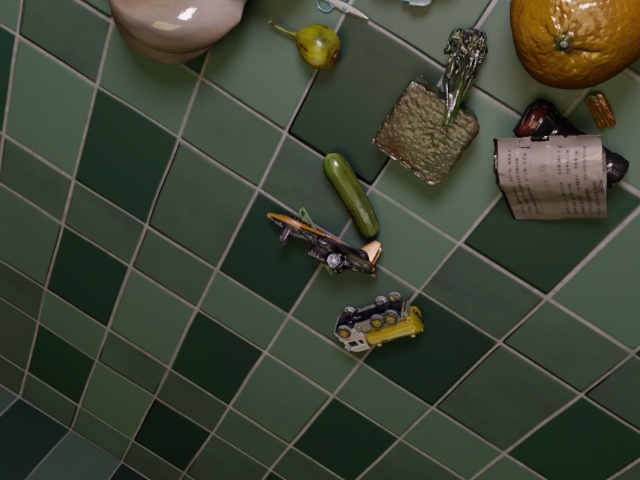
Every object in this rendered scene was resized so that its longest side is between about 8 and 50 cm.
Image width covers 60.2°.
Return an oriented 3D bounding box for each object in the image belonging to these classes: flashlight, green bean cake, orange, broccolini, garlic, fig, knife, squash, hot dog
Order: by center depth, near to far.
[{"bbox_3d":[0.439,-0.383,0.927,0.264,0.264,0.264,9,121,15],"label":"orange"},{"bbox_3d":[0.279,-0.322,1.078,0.091,0.203,0.068,12,169,-18],"label":"broccolini"},{"bbox_3d":[0.556,-0.259,1.095,0.037,0.021,0.083,-19,111,39],"label":"hot dog"},{"bbox_3d":[0.508,-0.189,1.114,0.232,0.093,0.093,34,124,-1],"label":"flashlight"},{"bbox_3d":[-0.025,-0.441,1.178,0.166,0.093,0.093,52,124,10],"label":"fig"},{"bbox_3d":[0.227,-0.237,1.185,0.181,0.094,0.173,32,124,0],"label":"green bean cake"},{"bbox_3d":[-0.301,-0.500,1.208,0.339,0.231,0.246,4,76,0],"label":"garlic"},{"bbox_3d":[0.075,-0.110,1.333,0.066,0.066,0.229,-20,111,28],"label":"squash"},{"bbox_3d":[-0.007,0.004,1.456,0.030,0.014,0.207,-17,111,27],"label":"knife"}]

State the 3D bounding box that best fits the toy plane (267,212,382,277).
[{"bbox_3d":[-0.005,0.012,1.389,0.315,0.204,0.103,18,79,13],"label":"toy plane"}]

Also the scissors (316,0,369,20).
[{"bbox_3d":[0.049,-0.490,1.154,0.119,0.014,0.058,29,125,7],"label":"scissors"}]

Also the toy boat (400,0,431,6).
[{"bbox_3d":[0.192,-0.512,1.061,0.215,0.088,0.102,5,154,17],"label":"toy boat"}]

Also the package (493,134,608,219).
[{"bbox_3d":[0.469,-0.113,1.124,0.203,0.062,0.251,5,145,34],"label":"package"}]

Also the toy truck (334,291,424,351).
[{"bbox_3d":[0.155,0.225,1.473,0.226,0.098,0.114,-22,115,27],"label":"toy truck"}]
